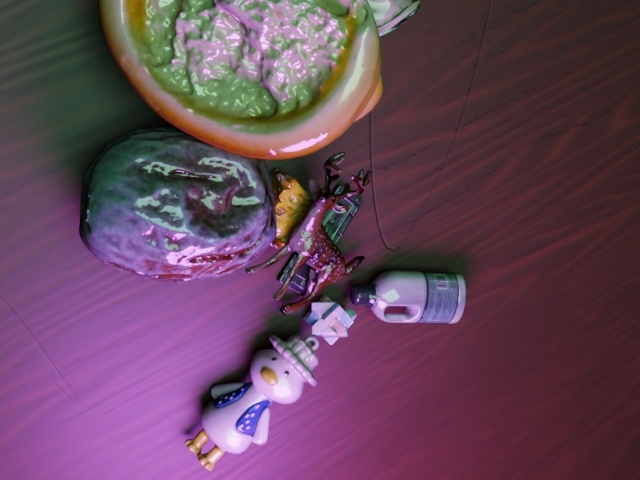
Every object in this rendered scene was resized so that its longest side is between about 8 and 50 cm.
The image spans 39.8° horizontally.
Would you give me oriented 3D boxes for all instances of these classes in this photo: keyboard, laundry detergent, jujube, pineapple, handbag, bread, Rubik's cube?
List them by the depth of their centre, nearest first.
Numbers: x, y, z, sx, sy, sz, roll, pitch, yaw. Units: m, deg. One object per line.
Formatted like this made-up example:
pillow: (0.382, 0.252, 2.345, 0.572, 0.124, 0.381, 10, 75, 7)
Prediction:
bread: (-0.104, -0.314, 1.287, 0.423, 0.245, 0.329, 29, 123, 6)
jujube: (-0.213, -0.056, 1.384, 0.307, 0.215, 0.247, 10, 74, -21)
handbag: (0.048, -0.381, 1.438, 0.205, 0.179, 0.116, -27, 109, 14)
pineapple: (-0.052, -0.053, 1.538, 0.116, 0.069, 0.137, 0, 110, -28)
keyboard: (0.000, 0.000, 1.592, 0.061, 0.013, 0.204, 34, 87, -25)
Rubik's cube: (0.017, 0.145, 1.595, 0.084, 0.073, 0.075, 28, 93, -32)
laundry detergent: (0.161, 0.105, 1.650, 0.225, 0.070, 0.099, 3, 107, -24)

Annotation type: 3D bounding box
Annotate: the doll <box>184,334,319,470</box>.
doll: (-0.111, 0.275, 1.550, 0.293, 0.138, 0.119, -43, 154, -6)

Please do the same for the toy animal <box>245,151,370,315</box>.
toy animal: (-0.006, -0.006, 1.515, 0.260, 0.087, 0.243, -46, 150, -9)
